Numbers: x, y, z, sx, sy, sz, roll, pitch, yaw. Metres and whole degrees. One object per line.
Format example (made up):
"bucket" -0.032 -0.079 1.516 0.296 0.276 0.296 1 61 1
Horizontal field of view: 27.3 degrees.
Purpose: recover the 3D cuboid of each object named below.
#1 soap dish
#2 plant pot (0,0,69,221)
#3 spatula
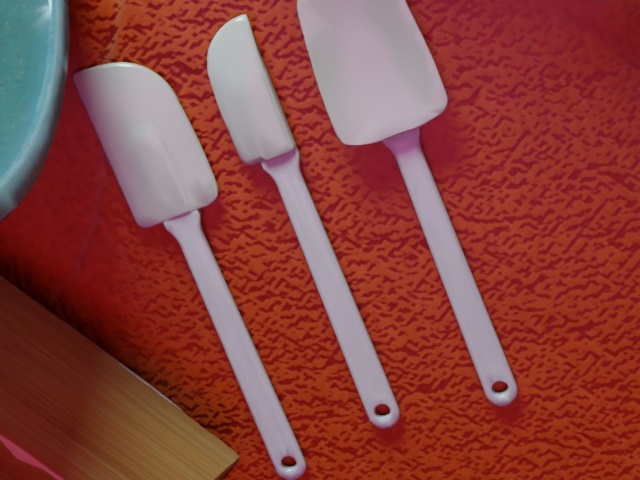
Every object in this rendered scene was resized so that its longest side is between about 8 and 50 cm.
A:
"soap dish" -0.223 0.112 0.653 0.291 0.118 0.229 38 107 -8
"plant pot" -0.321 -0.124 0.483 0.334 0.341 0.341 -14 108 16
"spatula" 0.000 0.000 0.652 0.168 0.019 0.242 -20 106 9
